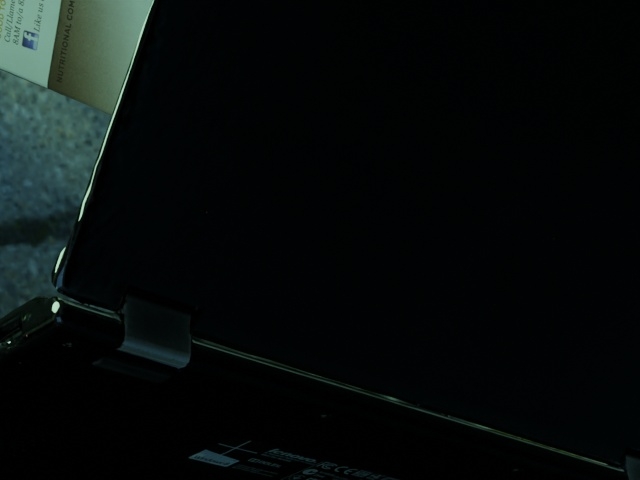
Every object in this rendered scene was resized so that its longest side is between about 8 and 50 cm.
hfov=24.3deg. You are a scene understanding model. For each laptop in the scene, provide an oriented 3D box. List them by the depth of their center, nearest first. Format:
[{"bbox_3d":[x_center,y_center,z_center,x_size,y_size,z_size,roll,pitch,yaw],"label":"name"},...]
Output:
[{"bbox_3d":[0.000,0.000,0.685,0.408,0.382,0.236,-29,54,36],"label":"laptop"}]

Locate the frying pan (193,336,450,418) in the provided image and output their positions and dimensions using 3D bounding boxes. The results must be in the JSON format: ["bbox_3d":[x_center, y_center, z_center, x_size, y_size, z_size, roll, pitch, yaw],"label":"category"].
[{"bbox_3d":[0.038,0.096,0.861,0.326,0.053,0.197,-3,106,22],"label":"frying pan"}]

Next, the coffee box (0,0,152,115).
[{"bbox_3d":[-0.105,-0.150,0.764,0.297,0.168,0.118,23,112,10],"label":"coffee box"}]
